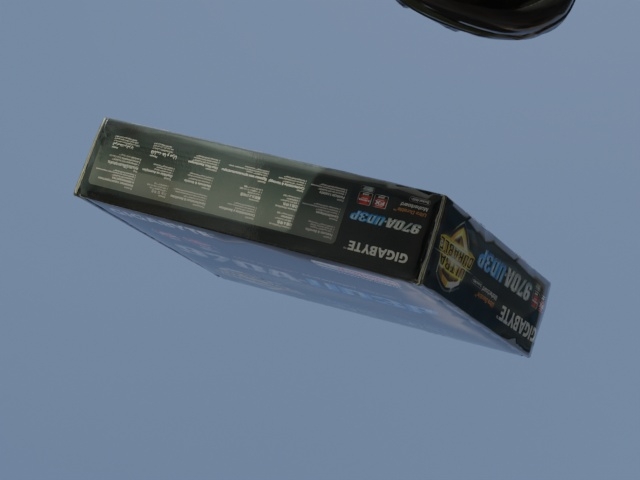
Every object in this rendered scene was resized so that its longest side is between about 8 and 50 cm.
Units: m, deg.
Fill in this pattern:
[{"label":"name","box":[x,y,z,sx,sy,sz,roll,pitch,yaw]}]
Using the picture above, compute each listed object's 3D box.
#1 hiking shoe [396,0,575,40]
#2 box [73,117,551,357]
[{"label":"hiking shoe","box":[0.047,-0.186,0.829,0.227,0.114,0.086,45,-106,-11]},{"label":"box","box":[0.000,0.000,0.984,0.220,0.175,0.051,14,-100,28]}]
